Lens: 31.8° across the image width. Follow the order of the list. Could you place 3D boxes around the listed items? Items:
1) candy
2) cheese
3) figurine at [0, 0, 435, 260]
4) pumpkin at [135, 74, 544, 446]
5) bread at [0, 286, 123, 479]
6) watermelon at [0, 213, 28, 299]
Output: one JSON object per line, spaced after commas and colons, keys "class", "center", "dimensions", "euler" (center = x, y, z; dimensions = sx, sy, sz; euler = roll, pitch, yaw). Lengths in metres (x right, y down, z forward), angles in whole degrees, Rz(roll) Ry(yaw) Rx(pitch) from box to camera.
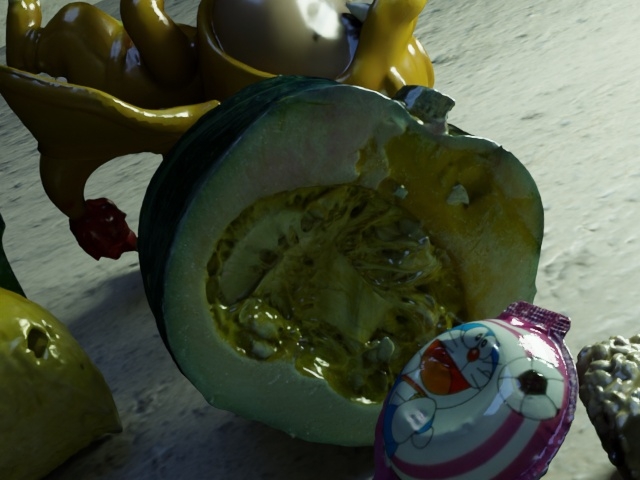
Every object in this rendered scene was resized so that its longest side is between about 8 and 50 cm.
{"class": "candy", "center": [0.208, 0.112, 0.703], "dimensions": [0.085, 0.095, 0.110], "euler": [-24, 21, -1]}
{"class": "cheese", "center": [0.077, 0.138, 0.728], "dimensions": [0.244, 0.062, 0.155], "euler": [-52, 34, -11]}
{"class": "figurine", "center": [-0.089, -0.115, 1.074], "dimensions": [0.387, 0.401, 0.268], "euler": [6, 62, 10]}
{"class": "pumpkin", "center": [0.000, 0.000, 0.860], "dimensions": [0.197, 0.293, 0.263], "euler": [29, 94, 61]}
{"class": "bread", "center": [-0.273, 0.129, 0.922], "dimensions": [0.170, 0.197, 0.197], "euler": [-45, 34, -21]}
{"class": "watermelon", "center": [-0.377, 0.016, 1.108], "dimensions": [0.151, 0.264, 0.302], "euler": [-24, 23, -11]}
